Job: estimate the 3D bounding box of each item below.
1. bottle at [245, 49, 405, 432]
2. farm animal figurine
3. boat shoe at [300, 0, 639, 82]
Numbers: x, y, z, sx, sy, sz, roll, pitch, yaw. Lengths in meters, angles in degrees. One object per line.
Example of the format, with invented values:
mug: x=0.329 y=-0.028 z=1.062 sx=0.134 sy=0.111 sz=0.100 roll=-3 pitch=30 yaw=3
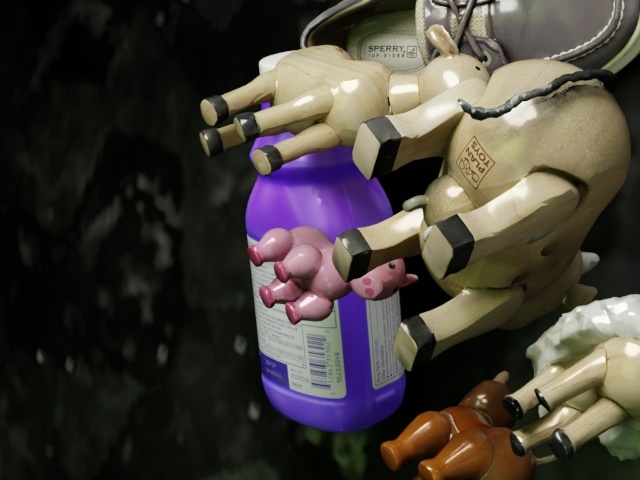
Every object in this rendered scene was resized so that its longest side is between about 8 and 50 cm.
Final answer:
bottle: x=0.000 y=0.000 z=1.004 sx=0.118 sy=0.092 sz=0.283 roll=13 pitch=115 yaw=46
farm animal figurine: x=0.086 y=-0.014 z=0.783 sx=0.330 sy=0.172 sz=0.327 roll=62 pitch=158 yaw=10
boat shoe: x=0.101 y=-0.148 z=0.949 sx=0.285 sy=0.092 sz=0.103 roll=1 pitch=92 yaw=47
